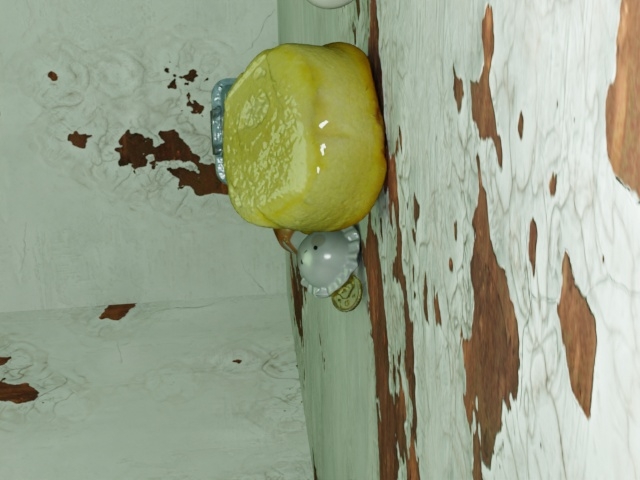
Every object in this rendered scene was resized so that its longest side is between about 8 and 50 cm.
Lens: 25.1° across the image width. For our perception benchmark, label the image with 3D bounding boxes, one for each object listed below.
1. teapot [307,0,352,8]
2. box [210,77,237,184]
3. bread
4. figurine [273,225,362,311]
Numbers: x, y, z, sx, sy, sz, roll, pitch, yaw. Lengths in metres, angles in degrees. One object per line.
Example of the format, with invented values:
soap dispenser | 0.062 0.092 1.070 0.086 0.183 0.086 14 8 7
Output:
teapot | -0.002 -0.401 1.869 0.298 0.139 0.204 139 125 -84
box | -0.042 -0.165 2.120 0.130 0.227 0.162 173 93 -69
bread | -0.020 -0.136 1.919 0.270 0.148 0.269 -4 85 52
figurine | 0.005 0.000 2.301 0.271 0.143 0.143 58 164 21
